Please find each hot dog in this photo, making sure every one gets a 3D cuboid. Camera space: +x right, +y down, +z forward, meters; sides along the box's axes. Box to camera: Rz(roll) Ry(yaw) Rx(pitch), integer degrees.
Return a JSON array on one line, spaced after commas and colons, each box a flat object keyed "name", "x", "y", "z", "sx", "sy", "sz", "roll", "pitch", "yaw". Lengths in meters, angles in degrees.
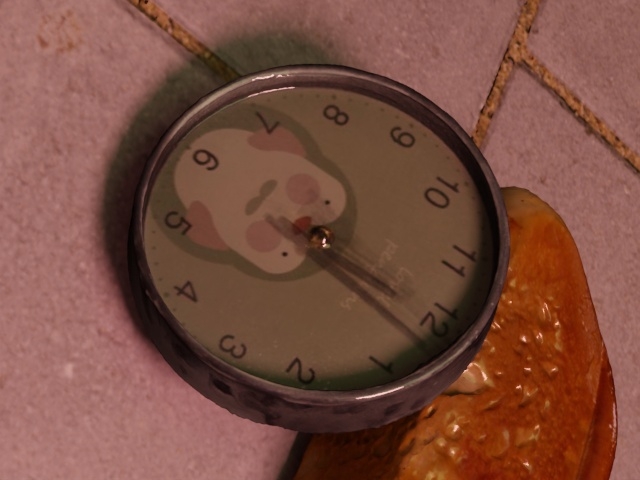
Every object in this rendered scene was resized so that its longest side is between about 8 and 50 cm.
[{"name": "hot dog", "x": 0.138, "y": 0.161, "z": 1.325, "sx": 0.223, "sy": 0.185, "sz": 0.405, "roll": 38, "pitch": 61, "yaw": -25}]

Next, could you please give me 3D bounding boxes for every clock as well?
[{"name": "clock", "x": 0.000, "y": 0.000, "z": 1.219, "sx": 0.319, "sy": 0.066, "sz": 0.319, "roll": 3, "pitch": 64, "yaw": -6}]
